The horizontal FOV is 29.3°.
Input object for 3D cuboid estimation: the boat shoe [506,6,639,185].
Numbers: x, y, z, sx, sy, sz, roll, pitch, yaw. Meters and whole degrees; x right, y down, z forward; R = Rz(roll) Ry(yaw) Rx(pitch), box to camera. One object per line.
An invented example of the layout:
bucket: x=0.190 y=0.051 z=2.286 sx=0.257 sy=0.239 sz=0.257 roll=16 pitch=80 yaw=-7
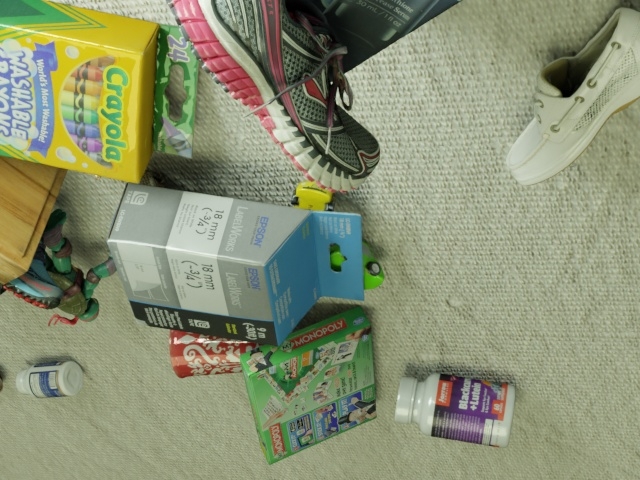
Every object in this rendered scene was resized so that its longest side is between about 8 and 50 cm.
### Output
boat shoe: x=0.288 y=-0.171 z=1.410 sx=0.096 sy=0.098 sz=0.277 roll=26 pitch=135 yaw=-16

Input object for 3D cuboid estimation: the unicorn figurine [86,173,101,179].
unicorn figurine: x=-0.316 y=-0.132 z=1.693 sx=0.162 sy=0.060 sz=0.111 roll=-17 pitch=134 yaw=37

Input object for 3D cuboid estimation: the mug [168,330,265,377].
mug: x=-0.149 y=0.168 z=2.050 sx=0.169 sy=0.150 sz=0.113 roll=-3 pitch=98 yaw=16

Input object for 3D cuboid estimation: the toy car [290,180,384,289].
toy car: x=0.000 y=0.000 z=1.782 sx=0.225 sy=0.053 sz=0.239 roll=31 pitch=142 yaw=-25

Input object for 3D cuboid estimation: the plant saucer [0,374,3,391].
plant saucer: x=-0.701 y=0.253 z=2.402 sx=0.169 sy=0.029 sz=0.168 roll=8 pitch=145 yaw=6

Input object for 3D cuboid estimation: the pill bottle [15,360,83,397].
pill bottle: x=-0.516 y=0.265 z=2.321 sx=0.120 sy=0.067 sz=0.067 roll=-7 pitch=141 yaw=27

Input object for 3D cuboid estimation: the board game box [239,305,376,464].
board game box: x=-0.013 y=0.249 z=2.047 sx=0.214 sy=0.046 sz=0.317 roll=-21 pitch=145 yaw=-11

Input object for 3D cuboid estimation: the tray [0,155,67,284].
tray: x=-0.544 y=-0.134 z=1.642 sx=0.411 sy=0.202 sz=0.076 roll=36 pitch=139 yaw=-29

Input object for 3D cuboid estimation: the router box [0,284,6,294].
router box: x=-0.557 y=0.023 z=1.872 sx=0.179 sy=0.133 sz=0.046 roll=40 pitch=148 yaw=14

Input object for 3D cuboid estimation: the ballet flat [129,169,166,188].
ballet flat: x=-0.246 y=-0.030 z=1.831 sx=0.084 sy=0.058 sz=0.250 roll=7 pitch=150 yaw=7

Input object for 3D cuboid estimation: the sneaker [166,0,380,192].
sneaker: x=-0.017 y=-0.151 z=1.155 sx=0.112 sy=0.120 sz=0.299 roll=-34 pitch=139 yaw=10

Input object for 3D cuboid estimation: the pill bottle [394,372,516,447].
pill bottle: x=0.226 y=0.282 z=2.057 sx=0.194 sy=0.108 sz=0.108 roll=8 pitch=145 yaw=7

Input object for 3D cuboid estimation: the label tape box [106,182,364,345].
label tape box: x=-0.112 y=0.045 z=1.739 sx=0.334 sy=0.105 sz=0.240 roll=8 pitch=148 yaw=9

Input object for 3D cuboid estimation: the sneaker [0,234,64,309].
sneaker: x=-0.455 y=-0.010 z=1.794 sx=0.262 sy=0.125 sz=0.104 roll=42 pitch=174 yaw=20

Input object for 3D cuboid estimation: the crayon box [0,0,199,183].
crayon box: x=-0.322 y=-0.193 z=1.549 sx=0.323 sy=0.083 sz=0.203 roll=11 pitch=130 yaw=2

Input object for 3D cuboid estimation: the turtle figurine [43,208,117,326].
turtle figurine: x=-0.396 y=0.052 z=1.943 sx=0.175 sy=0.118 sz=0.234 roll=-10 pitch=132 yaw=22

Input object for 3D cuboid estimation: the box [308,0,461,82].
box: x=0.024 y=-0.359 z=1.124 sx=0.293 sy=0.212 sz=0.395 roll=34 pitch=140 yaw=-27
